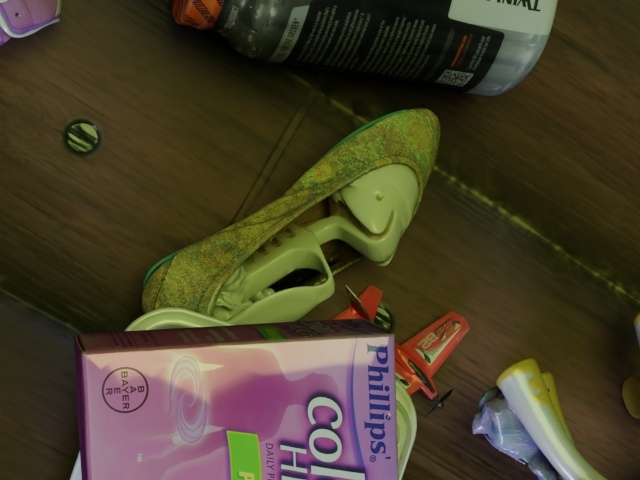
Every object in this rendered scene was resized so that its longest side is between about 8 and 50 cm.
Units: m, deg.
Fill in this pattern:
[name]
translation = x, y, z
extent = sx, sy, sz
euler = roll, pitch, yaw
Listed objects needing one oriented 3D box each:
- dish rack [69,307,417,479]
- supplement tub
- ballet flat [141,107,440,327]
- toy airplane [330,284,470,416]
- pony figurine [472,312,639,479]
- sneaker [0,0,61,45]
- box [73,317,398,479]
[dish rack]
translation = -0.078, 0.247, 1.280
extent = 0.286, 0.072, 0.332
euler = 19, 89, -12
[supplement tub]
translation = 0.039, -0.259, 1.417
extent = 0.338, 0.207, 0.207
euler = 7, 75, -16
[ballet flat]
translation = 0.000, 0.000, 1.385
extent = 0.348, 0.123, 0.123
euler = -32, 88, -19
[toy airplane]
translation = 0.067, 0.105, 1.433
extent = 0.151, 0.028, 0.151
euler = 5, 74, -17
[pony figurine]
translation = 0.295, 0.267, 1.363
extent = 0.351, 0.303, 0.363
euler = -19, 68, -29
[sneaker]
translation = -0.321, -0.248, 1.299
extent = 0.282, 0.102, 0.161
euler = 3, 83, -55
[box]
translation = -0.067, 0.178, 1.181
extent = 0.243, 0.117, 0.213
euler = -2, 94, -13
